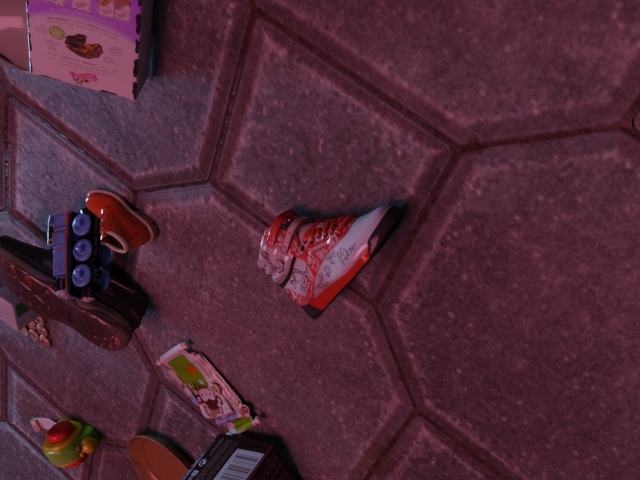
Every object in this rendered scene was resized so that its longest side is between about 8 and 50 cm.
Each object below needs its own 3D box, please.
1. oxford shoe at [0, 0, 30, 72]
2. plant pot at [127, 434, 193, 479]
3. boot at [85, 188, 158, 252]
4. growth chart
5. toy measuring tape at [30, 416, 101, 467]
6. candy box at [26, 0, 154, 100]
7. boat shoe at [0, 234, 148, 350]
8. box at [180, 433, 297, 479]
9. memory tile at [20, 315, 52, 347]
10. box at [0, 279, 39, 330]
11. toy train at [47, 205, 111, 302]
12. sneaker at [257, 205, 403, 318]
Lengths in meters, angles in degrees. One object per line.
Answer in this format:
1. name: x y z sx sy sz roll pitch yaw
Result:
1. oxford shoe: -0.567 -0.357 1.353 0.450 0.130 0.169 17 126 27
2. plant pot: -0.357 0.544 1.926 0.236 0.032 0.236 23 133 27
3. boot: -0.377 -0.035 1.467 0.158 0.085 0.059 31 138 20
4. growth chart: -0.228 0.301 1.642 0.237 0.021 0.172 46 140 3
5. toy measuring tape: -0.695 0.524 2.136 0.330 0.121 0.121 -2 118 41
6. candy box: -0.330 -0.316 1.179 0.165 0.070 0.196 14 134 -3
7. boat shoe: -0.498 0.087 1.629 0.355 0.130 0.132 30 140 11
8. box: -0.149 0.517 1.612 0.167 0.168 0.203 -3 124 41
9. memory tile: -0.691 0.186 1.953 0.113 0.012 0.148 24 134 25
10. box: -0.675 0.125 1.825 0.102 0.101 0.087 28 135 21
11. toy train: -0.452 0.028 1.528 0.105 0.080 0.184 -11 73 22
12. sneaker: -0.001 0.001 1.170 0.145 0.090 0.270 42 141 3
